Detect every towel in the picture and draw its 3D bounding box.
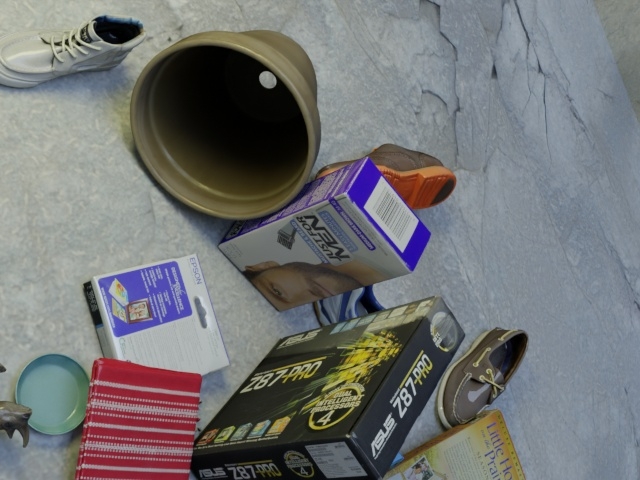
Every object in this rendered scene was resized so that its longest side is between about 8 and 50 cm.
[{"bbox_3d":[-0.279,0.324,1.285,0.199,0.031,0.275,16,77,-41],"label":"towel"}]

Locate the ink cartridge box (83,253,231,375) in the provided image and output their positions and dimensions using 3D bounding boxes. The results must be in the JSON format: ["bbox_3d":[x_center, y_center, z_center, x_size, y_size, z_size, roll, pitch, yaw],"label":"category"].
[{"bbox_3d":[-0.264,0.140,1.390,0.208,0.045,0.206,-14,86,-44],"label":"ink cartridge box"}]

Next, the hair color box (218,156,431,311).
[{"bbox_3d":[0.000,0.000,1.485,0.185,0.339,0.110,48,49,-20],"label":"hair color box"}]

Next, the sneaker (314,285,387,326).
[{"bbox_3d":[0.103,0.205,1.660,0.112,0.131,0.296,-42,106,-46],"label":"sneaker"}]

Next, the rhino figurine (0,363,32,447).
[{"bbox_3d":[-0.481,0.194,1.139,0.106,0.073,0.243,-46,110,-23],"label":"rhino figurine"}]

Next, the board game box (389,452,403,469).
[{"bbox_3d":[0.032,0.373,1.549,0.211,0.039,0.160,-10,55,-46],"label":"board game box"}]

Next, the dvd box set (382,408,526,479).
[{"bbox_3d":[0.253,0.551,1.678,0.420,0.062,0.307,-18,88,-36],"label":"dvd box set"}]

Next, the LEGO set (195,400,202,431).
[{"bbox_3d":[-0.211,0.277,1.405,0.054,0.023,0.083,-25,93,-46],"label":"LEGO set"}]

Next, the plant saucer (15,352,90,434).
[{"bbox_3d":[-0.395,0.226,1.249,0.119,0.021,0.119,17,64,-39],"label":"plant saucer"}]

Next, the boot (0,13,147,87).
[{"bbox_3d":[-0.405,-0.320,1.368,0.258,0.123,0.095,-26,94,-46],"label":"boot"}]

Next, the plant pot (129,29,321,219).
[{"bbox_3d":[-0.129,-0.240,1.507,0.323,0.323,0.280,53,31,-16],"label":"plant pot"}]

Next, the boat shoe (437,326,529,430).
[{"bbox_3d":[0.369,0.303,1.903,0.324,0.097,0.116,-41,105,-44],"label":"boat shoe"}]

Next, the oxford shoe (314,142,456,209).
[{"bbox_3d":[0.122,-0.139,1.842,0.364,0.130,0.133,-1,43,-37],"label":"oxford shoe"}]

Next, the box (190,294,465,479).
[{"bbox_3d":[0.004,0.251,1.356,0.097,0.395,0.318,57,46,-13],"label":"box"}]
